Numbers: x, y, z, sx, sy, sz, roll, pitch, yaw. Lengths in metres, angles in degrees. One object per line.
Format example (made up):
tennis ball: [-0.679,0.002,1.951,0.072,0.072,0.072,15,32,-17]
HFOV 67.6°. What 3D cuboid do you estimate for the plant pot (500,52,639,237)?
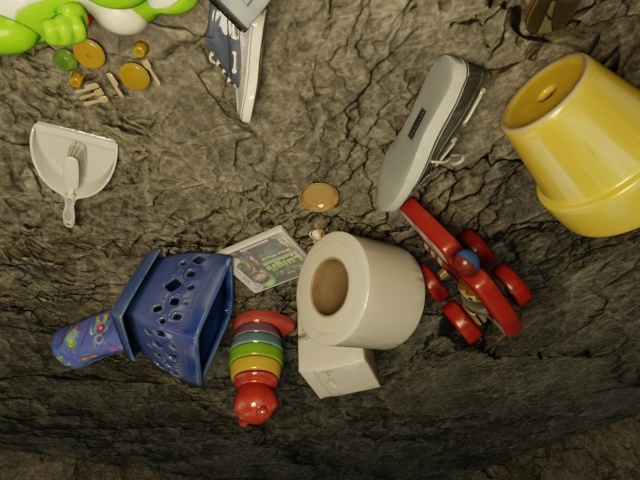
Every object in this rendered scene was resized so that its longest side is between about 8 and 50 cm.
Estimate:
plant pot: [0.450,-0.174,0.808,0.239,0.254,0.254,37,126,-17]

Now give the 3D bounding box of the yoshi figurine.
yoshi figurine: [-0.343,-0.331,0.599,0.362,0.203,0.203,-9,132,1]

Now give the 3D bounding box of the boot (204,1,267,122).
boot: [-0.139,-0.284,0.764,0.086,0.069,0.190,10,129,-5]

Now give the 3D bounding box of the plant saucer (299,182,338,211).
plant saucer: [-0.004,-0.095,1.014,0.083,0.015,0.083,-2,139,-1]

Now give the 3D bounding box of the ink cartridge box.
ink cartridge box: [0.046,0.263,1.254,0.168,0.232,0.171,-15,138,12]

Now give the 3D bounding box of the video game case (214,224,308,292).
video game case: [-0.130,0.051,1.163,0.190,0.022,0.173,-22,135,19]

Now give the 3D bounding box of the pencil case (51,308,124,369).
pencil case: [-0.569,0.257,1.280,0.306,0.133,0.119,-19,145,18]

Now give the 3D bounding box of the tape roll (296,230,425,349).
tape roll: [0.082,0.114,1.053,0.169,0.246,0.246,14,137,-37]

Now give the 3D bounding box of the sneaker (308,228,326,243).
sneaker: [0.000,0.000,1.115,0.037,0.032,0.083,1,143,26]

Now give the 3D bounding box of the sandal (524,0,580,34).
sandal: [0.365,-0.397,0.678,0.090,0.060,0.219,7,152,-4]

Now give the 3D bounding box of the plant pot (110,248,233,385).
plant pot: [-0.341,0.167,1.120,0.212,0.236,0.236,13,138,3]

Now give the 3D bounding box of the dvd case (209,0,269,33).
dvd case: [-0.080,-0.409,0.561,0.180,0.022,0.253,36,95,-36]

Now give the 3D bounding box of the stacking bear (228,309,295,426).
stacking bear: [-0.170,0.351,1.294,0.175,0.289,0.164,-32,131,28]

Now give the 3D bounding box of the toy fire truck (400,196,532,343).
toy fire truck: [0.294,0.061,1.009,0.169,0.302,0.254,-39,135,7]

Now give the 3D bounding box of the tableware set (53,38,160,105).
tableware set: [-0.346,-0.283,0.776,0.154,0.024,0.104,-12,134,11]

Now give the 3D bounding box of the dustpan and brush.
dustpan and brush: [-0.480,-0.112,0.925,0.147,0.060,0.211,12,136,-17]

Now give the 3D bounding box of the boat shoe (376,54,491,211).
boat shoe: [0.200,-0.176,0.871,0.105,0.113,0.306,9,122,-22]
